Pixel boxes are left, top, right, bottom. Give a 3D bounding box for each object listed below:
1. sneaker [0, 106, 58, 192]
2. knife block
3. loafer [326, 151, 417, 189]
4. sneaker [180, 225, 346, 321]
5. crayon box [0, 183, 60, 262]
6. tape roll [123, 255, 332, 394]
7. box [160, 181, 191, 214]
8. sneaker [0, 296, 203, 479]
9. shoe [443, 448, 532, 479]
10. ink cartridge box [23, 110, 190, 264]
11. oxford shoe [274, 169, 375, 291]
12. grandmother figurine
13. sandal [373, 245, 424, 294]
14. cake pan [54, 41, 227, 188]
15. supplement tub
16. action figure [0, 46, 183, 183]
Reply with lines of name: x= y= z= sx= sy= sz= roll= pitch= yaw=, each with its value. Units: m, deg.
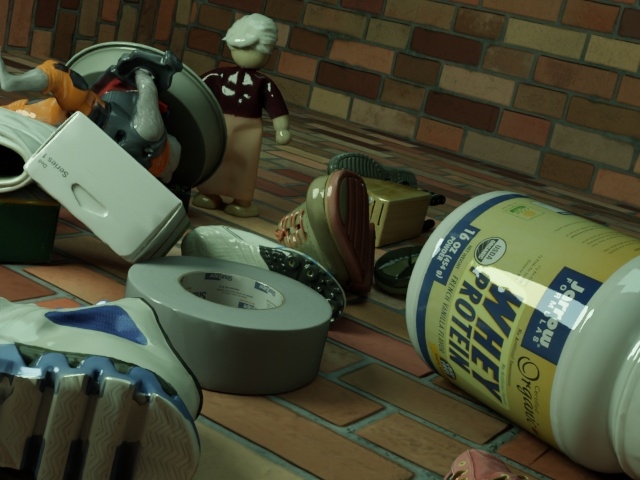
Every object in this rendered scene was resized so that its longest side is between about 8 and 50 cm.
sneaker: x=-0.457 y=-0.133 z=1.106 sx=0.292 sy=0.108 sz=0.169 roll=14 pitch=10 yaw=-1
knife block: x=0.159 y=-0.054 z=1.763 sx=0.242 sy=0.088 sz=0.276 roll=8 pitch=14 yaw=-19
loafer: x=0.104 y=-0.131 z=2.065 sx=0.251 sy=0.094 sz=0.087 roll=14 pitch=-15 yaw=-39
sneaker: x=-0.067 y=0.039 z=1.191 sx=0.237 sy=0.085 sz=0.086 roll=22 pitch=9 yaw=22
crayon box: x=-0.506 y=-0.046 z=1.114 sx=0.323 sy=0.083 sz=0.203 roll=4 pitch=16 yaw=-36
tape roll: x=-0.101 y=0.084 z=0.990 sx=0.219 sy=0.072 sz=0.219 roll=12 pitch=13 yaw=-3
box: x=-0.252 y=-0.063 z=1.486 sx=0.083 sy=0.052 sz=0.062 roll=10 pitch=13 yaw=-9
sneaker: x=-0.228 y=0.101 z=0.734 sx=0.315 sy=0.127 sz=0.182 roll=21 pitch=10 yaw=3
shoe: x=0.117 y=0.209 z=0.721 sx=0.178 sy=0.063 sz=0.081 roll=7 pitch=13 yaw=-46
ink cartridge box: x=-0.242 y=-0.049 z=1.099 sx=0.160 sy=0.092 sz=0.219 roll=41 pitch=-8 yaw=-2
oxford shoe: x=0.000 y=0.000 z=1.205 sx=0.130 sy=0.123 sz=0.348 roll=3 pitch=-18 yaw=7
grandmother figurine: x=-0.146 y=-0.222 z=1.612 sx=0.208 sy=0.342 sz=0.104 roll=13 pitch=14 yaw=-3
sandal: x=0.223 y=0.053 z=1.424 sx=0.303 sy=0.086 sz=0.120 roll=-6 pitch=24 yaw=-14
cake pan: x=-0.297 y=-0.178 z=1.497 sx=0.293 sy=0.293 sz=0.054 roll=14 pitch=43 yaw=3
supplement tub: x=0.265 y=0.095 z=0.957 sx=0.228 sy=0.228 sz=0.316 roll=2 pitch=17 yaw=-38
action figure: x=-0.361 y=-0.146 z=1.365 sx=0.330 sy=0.341 sz=0.178 roll=13 pitch=54 yaw=-34
